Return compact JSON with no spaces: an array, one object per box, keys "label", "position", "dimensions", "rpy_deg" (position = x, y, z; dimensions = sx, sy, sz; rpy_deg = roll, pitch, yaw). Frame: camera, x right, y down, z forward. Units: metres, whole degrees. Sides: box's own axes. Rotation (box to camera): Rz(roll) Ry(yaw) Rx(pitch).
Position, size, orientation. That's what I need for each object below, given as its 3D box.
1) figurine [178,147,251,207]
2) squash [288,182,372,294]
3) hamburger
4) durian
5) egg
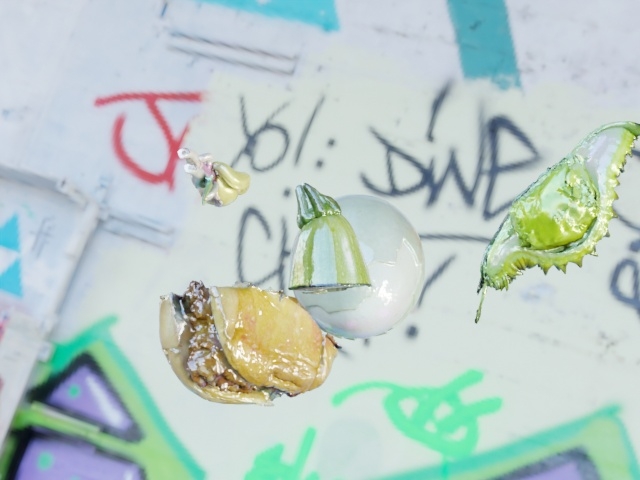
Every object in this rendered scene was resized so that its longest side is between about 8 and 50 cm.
[{"label":"figurine","position":[-0.159,-0.094,1.713],"dimensions":[0.083,0.083,0.187],"rpy_deg":[16,-10,19]},{"label":"squash","position":[0.007,-0.004,1.406],"dimensions":[0.105,0.132,0.105],"rpy_deg":[-4,-7,0]},{"label":"hamburger","position":[-0.113,0.158,1.739],"dimensions":[0.155,0.245,0.282],"rpy_deg":[-12,-66,39]},{"label":"durian","position":[0.338,-0.031,1.646],"dimensions":[0.132,0.375,0.106],"rpy_deg":[43,-1,-18]},{"label":"egg","position":[0.073,0.063,2.317],"dimensions":[0.278,0.278,0.336],"rpy_deg":[21,31,-7]}]
